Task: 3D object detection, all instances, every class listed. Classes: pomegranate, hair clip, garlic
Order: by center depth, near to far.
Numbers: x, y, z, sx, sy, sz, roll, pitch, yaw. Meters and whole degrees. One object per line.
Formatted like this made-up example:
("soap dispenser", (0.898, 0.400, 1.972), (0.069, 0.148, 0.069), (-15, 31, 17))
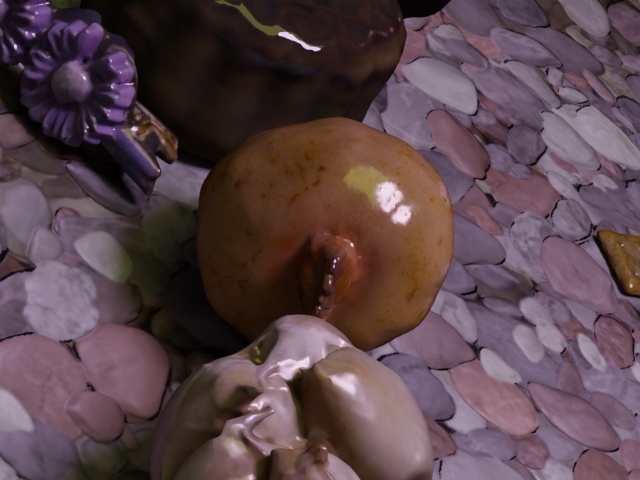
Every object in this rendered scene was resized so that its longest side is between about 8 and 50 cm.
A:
("garlic", (-0.032, 0.168, 1.010), (0.185, 0.203, 0.281), (3, 49, 21))
("pomegranate", (0.001, -0.005, 1.205), (0.207, 0.207, 0.207), (22, 39, -19))
("hair clip", (-0.225, -0.159, 1.280), (0.292, 0.106, 0.084), (43, 23, 3))

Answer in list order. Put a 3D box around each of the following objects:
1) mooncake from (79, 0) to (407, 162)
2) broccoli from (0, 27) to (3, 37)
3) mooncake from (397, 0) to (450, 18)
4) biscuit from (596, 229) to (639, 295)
("mooncake", (-0.068, -0.203, 1.399), (0.290, 0.161, 0.290), (22, 37, -18))
("broccoli", (-0.397, -0.174, 1.071), (0.334, 0.272, 0.324), (27, -2, -2))
("mooncake", (0.033, -0.347, 1.538), (0.283, 0.283, 0.141), (30, 78, -9))
("biscuit", (0.328, 0.025, 1.587), (0.081, 0.018, 0.083), (9, 44, -31))
